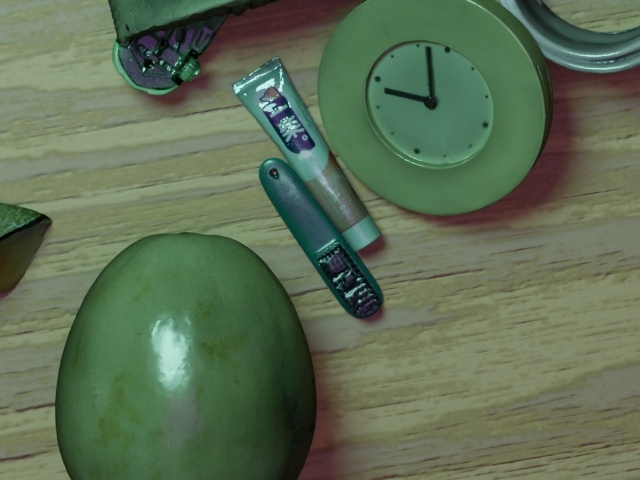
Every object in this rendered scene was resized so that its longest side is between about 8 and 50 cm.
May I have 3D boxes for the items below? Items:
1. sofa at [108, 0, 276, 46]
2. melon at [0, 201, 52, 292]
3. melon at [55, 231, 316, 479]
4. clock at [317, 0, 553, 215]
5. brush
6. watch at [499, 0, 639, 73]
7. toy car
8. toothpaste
[{"bbox_3d":[-0.087,-0.304,1.760,0.176,0.225,0.210,-12,97,45],"label":"sofa"},{"bbox_3d":[-0.367,0.014,1.844,0.139,0.202,0.093,28,123,25],"label":"melon"},{"bbox_3d":[-0.128,0.147,1.806,0.271,0.272,0.308,-14,111,0],"label":"melon"},{"bbox_3d":[0.108,-0.136,1.819,0.235,0.029,0.235,11,118,20],"label":"clock"},{"bbox_3d":[0.000,0.000,1.891,0.043,0.032,0.193,-34,103,5],"label":"brush"},{"bbox_3d":[0.285,-0.292,1.788,0.231,0.196,0.244,-4,106,20],"label":"watch"},{"bbox_3d":[-0.133,-0.226,1.820,0.093,0.058,0.186,34,87,-14],"label":"toy car"},{"bbox_3d":[-0.010,-0.082,1.873,0.056,0.036,0.205,-33,98,2],"label":"toothpaste"}]
